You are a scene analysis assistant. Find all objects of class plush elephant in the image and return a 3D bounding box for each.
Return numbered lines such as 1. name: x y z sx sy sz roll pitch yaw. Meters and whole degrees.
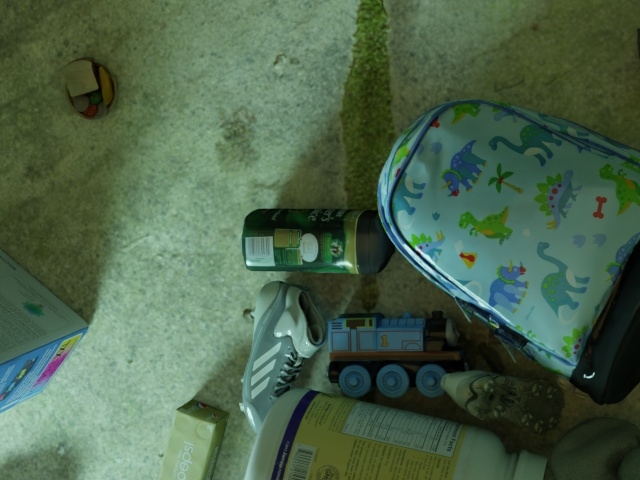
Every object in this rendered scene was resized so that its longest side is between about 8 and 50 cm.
1. plush elephant: 0.383 0.342 1.317 0.271 0.330 0.255 23 66 44

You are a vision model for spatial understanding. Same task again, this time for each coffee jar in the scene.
1. coffee jar: 0.000 0.000 1.448 0.184 0.096 0.079 1 99 14

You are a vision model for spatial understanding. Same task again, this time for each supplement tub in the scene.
1. supplement tub: 0.090 0.323 1.386 0.331 0.241 0.241 11 99 13

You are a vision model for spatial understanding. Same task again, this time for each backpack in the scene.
1. backpack: 0.240 -0.020 1.316 0.355 0.273 0.290 38 105 32

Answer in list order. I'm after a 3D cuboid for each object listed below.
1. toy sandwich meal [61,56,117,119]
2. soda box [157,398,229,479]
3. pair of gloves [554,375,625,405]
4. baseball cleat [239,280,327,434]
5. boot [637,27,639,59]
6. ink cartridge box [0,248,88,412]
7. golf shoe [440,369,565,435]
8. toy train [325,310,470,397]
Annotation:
1. toy sandwich meal: -0.310 -0.203 1.542 0.085 0.029 0.086 2 97 15
2. soda box: -0.179 0.311 1.551 0.061 0.058 0.181 18 101 13
3. pair of gloves: 0.422 0.132 1.378 0.240 0.042 0.204 25 102 10
4. baseball cleat: -0.047 0.157 1.480 0.109 0.072 0.206 7 99 40
5. boot: 0.492 -0.162 1.320 0.206 0.090 0.249 -17 93 28
6. ink cartridge box: -0.512 0.112 1.442 0.270 0.395 0.151 39 104 8
7. golf shoe: 0.222 0.186 1.402 0.086 0.176 0.069 18 87 53
8. toy train: 0.095 0.142 1.450 0.184 0.080 0.105 -2 90 15
